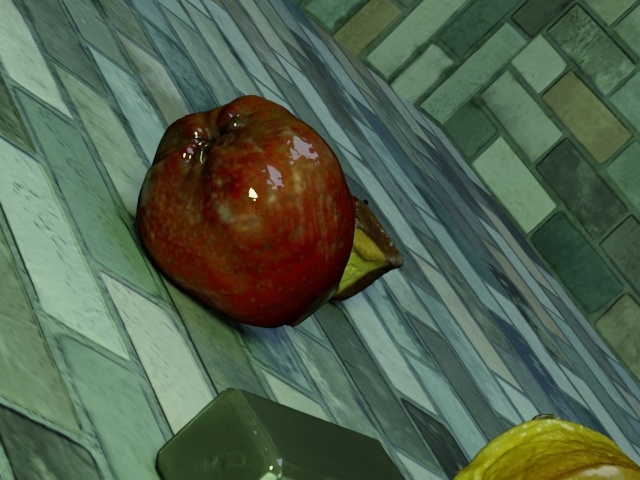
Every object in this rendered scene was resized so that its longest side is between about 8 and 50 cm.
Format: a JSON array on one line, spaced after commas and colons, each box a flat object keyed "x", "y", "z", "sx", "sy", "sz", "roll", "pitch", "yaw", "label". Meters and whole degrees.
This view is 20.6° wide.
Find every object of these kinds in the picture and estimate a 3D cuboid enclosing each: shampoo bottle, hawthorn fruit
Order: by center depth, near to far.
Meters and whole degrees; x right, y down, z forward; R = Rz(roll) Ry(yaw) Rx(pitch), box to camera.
[{"x": -0.009, "y": 0.173, "z": 1.210, "sx": 0.079, "sy": 0.080, "sz": 0.246, "roll": 55, "pitch": 15, "yaw": 31, "label": "shampoo bottle"}, {"x": -0.052, "y": -0.016, "z": 1.486, "sx": 0.202, "sy": 0.185, "sz": 0.185, "roll": 57, "pitch": 5, "yaw": -30, "label": "hawthorn fruit"}]

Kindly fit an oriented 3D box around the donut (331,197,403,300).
[{"x": 0.000, "y": -0.001, "z": 1.826, "sx": 0.217, "sy": 0.085, "sz": 0.141, "roll": 29, "pitch": 21, "yaw": -53, "label": "donut"}]

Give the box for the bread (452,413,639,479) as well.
[{"x": 0.213, "y": 0.262, "z": 1.423, "sx": 0.270, "sy": 0.195, "sz": 0.142, "roll": 41, "pitch": 3, "yaw": -39, "label": "bread"}]
